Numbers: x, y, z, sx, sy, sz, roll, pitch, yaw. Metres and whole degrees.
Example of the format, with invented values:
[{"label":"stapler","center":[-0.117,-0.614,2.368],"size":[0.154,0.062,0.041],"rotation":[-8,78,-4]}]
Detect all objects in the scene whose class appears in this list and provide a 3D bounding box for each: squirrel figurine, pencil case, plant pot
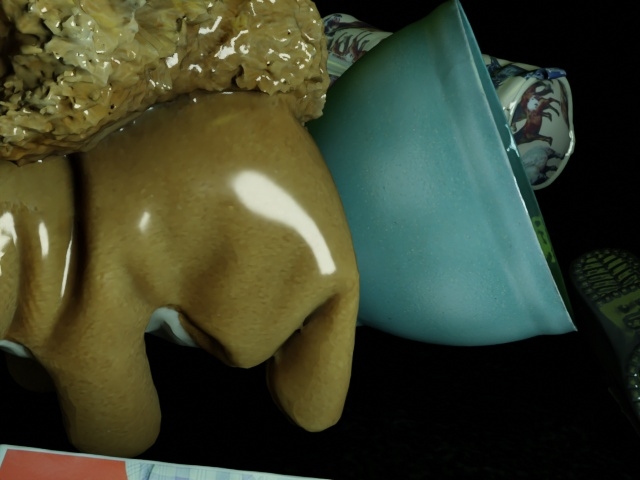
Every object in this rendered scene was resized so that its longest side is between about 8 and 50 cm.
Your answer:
[{"label":"squirrel figurine","center":[-0.182,-0.041,0.548],"size":[0.370,0.397,0.281],"rotation":[-6,32,-28]},{"label":"pencil case","center":[0.141,-0.202,1.153],"size":[0.410,0.160,0.183],"rotation":[27,4,39]},{"label":"plant pot","center":[0.079,-0.034,0.727],"size":[0.196,0.293,0.293],"rotation":[-19,22,16]}]

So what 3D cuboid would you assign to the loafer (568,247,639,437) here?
[{"label":"loafer","center":[0.262,0.101,0.650],"size":[0.080,0.078,0.220],"rotation":[-14,44,3]}]

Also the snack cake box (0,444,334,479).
[{"label":"snack cake box","center":[-0.033,0.189,0.373],"size":[0.264,0.089,0.152],"rotation":[5,56,6]}]
